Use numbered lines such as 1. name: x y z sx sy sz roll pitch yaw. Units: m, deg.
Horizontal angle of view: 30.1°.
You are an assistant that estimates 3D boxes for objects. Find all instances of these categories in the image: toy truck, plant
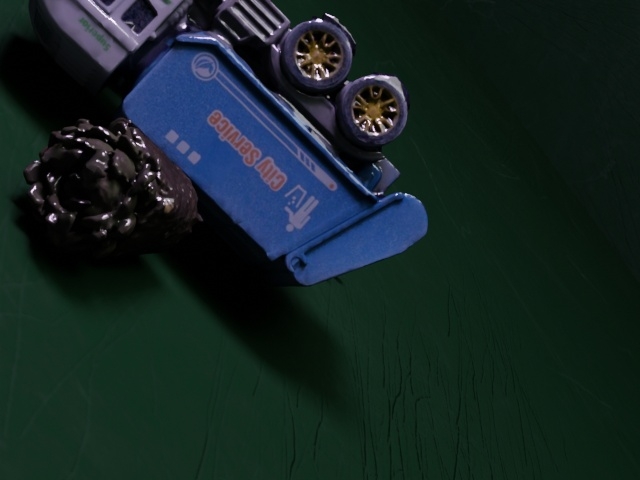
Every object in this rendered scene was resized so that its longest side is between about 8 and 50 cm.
1. toy truck: -0.070 -0.117 0.957 0.367 0.175 0.146 45 -14 -9
2. plant: -0.140 -0.033 0.821 0.092 0.094 0.143 66 17 14
